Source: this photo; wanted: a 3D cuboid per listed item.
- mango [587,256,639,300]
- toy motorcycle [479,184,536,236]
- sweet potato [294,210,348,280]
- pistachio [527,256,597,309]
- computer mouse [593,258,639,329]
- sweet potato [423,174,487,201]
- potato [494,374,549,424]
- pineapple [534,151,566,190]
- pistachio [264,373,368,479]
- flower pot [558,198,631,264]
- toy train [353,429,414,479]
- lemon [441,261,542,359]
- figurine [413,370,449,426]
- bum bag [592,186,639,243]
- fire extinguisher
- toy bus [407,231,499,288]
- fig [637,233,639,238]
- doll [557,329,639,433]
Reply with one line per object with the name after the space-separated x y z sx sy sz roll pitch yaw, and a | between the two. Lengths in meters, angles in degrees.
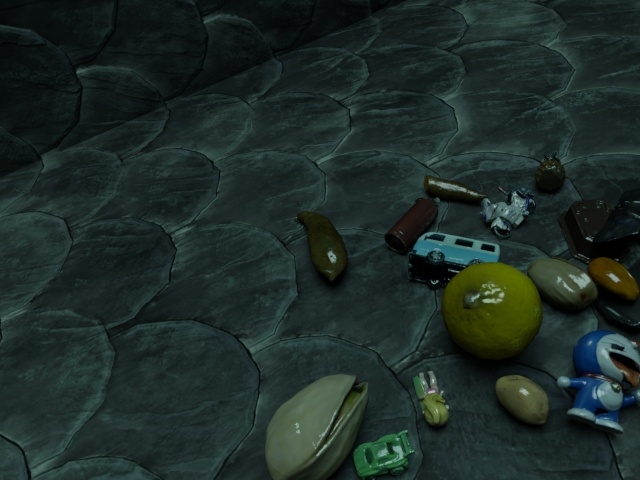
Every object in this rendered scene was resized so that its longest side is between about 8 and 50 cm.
0.833 0.104 1.546 0.105 0.084 0.159 17 16 -31 | mango
0.645 -0.115 1.885 0.150 0.102 0.221 42 67 17 | toy motorcycle
0.003 -0.004 1.909 0.131 0.130 0.422 -19 38 -6 | sweet potato
0.714 0.123 1.608 0.130 0.131 0.206 7 28 -43 | pistachio
0.942 0.151 1.557 0.295 0.087 0.168 -37 35 0 | computer mouse
0.491 -0.179 2.000 0.244 0.077 0.077 21 53 19 | sweet potato
0.517 0.404 1.394 0.112 0.112 0.147 -36 42 -21 | potato
0.842 -0.262 1.988 0.108 0.108 0.197 7 36 20 | pineapple
-0.005 0.470 1.369 0.332 0.226 0.208 -43 89 -19 | pistachio
0.891 -0.044 1.761 0.179 0.084 0.250 -5 46 8 | flower pot
0.157 0.536 1.362 0.149 0.081 0.099 -14 46 -1 | toy train
0.470 0.192 1.493 0.293 0.293 0.293 -7 45 7 | lemon
0.296 0.420 1.455 0.083 0.083 0.187 -8 35 5 | figurine
0.951 -0.084 1.662 0.310 0.074 0.137 -44 21 -28 | bum bag
0.335 -0.071 1.914 0.105 0.104 0.269 26 57 32 | fire extinguisher
0.426 0.065 1.729 0.272 0.133 0.164 12 45 20 | toy bus
1.085 -0.063 1.709 0.185 0.126 0.133 -34 34 -14 | fig
0.710 0.348 1.367 0.215 0.161 0.256 25 63 -2 | doll
